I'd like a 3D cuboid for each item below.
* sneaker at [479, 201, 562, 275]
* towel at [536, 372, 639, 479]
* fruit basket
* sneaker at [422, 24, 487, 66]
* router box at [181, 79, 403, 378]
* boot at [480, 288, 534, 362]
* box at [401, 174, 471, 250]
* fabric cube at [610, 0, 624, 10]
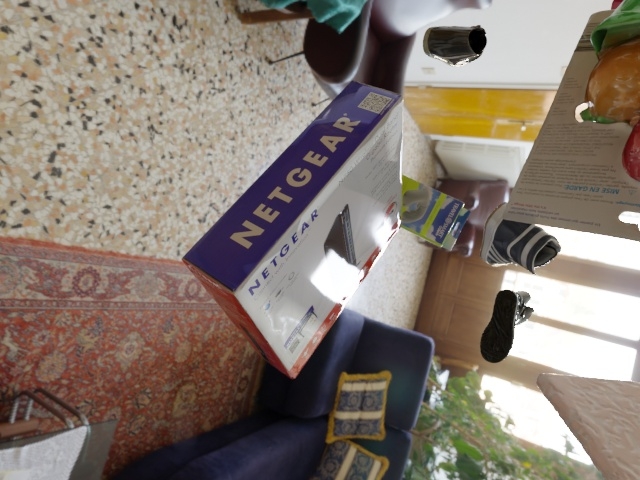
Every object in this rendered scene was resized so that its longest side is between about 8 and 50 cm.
[{"bbox_3d":[0.481,0.029,1.001,0.099,0.153,0.282,-44,148,-3],"label":"sneaker"},{"bbox_3d":[0.670,0.406,0.846,0.332,0.316,0.054,-92,-172,-70],"label":"towel"},{"bbox_3d":[0.436,-0.149,0.481,0.165,0.327,0.353,25,85,-38],"label":"fruit basket"},{"bbox_3d":[0.345,-0.442,0.944,0.222,0.118,0.083,-18,120,-38],"label":"sneaker"},{"bbox_3d":[0.000,0.000,0.598,0.335,0.082,0.301,-52,153,-22],"label":"router box"},{"bbox_3d":[0.626,0.280,1.363,0.207,0.094,0.247,13,90,-48],"label":"boot"},{"bbox_3d":[0.236,-0.063,0.931,0.109,0.178,0.042,-62,164,-1],"label":"box"},{"bbox_3d":[0.803,-0.401,0.866,0.258,0.258,0.254,-84,161,-59],"label":"fabric cube"}]
